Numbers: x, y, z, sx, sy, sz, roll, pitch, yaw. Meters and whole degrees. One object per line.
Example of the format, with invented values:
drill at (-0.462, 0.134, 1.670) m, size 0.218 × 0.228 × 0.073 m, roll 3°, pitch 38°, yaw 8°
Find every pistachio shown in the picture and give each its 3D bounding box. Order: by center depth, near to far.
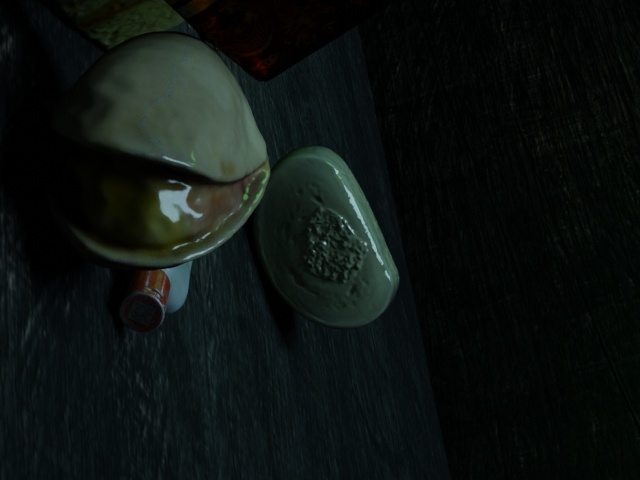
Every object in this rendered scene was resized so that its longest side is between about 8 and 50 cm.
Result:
pistachio at (-0.135, -0.071, 1.272) m, size 0.299 × 0.187 × 0.187 m, roll -82°, pitch 154°, yaw -69°

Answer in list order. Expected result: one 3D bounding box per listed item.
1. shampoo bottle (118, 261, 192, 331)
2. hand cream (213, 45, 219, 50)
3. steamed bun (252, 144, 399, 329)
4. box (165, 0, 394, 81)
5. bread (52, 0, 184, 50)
shampoo bottle at (-0.154, 0.012, 1.419) m, size 0.221 × 0.051 × 0.108 m, roll -89°, pitch 163°, yaw -62°
hand cream at (-0.159, -0.353, 2.054) m, size 0.067 × 0.043 × 0.210 m, roll 46°, pitch 24°, yaw -70°
steamed bun at (0.000, 0.000, 2.027) m, size 0.200 × 0.155 × 0.250 m, roll -69°, pitch 136°, yaw -80°
box at (-0.078, -0.325, 1.194) m, size 0.415 × 0.264 × 0.116 m, roll 37°, pitch 33°, yaw -39°
bread at (-0.208, -0.270, 1.447) m, size 0.266 × 0.178 × 0.142 m, roll 31°, pitch 75°, yaw -72°
